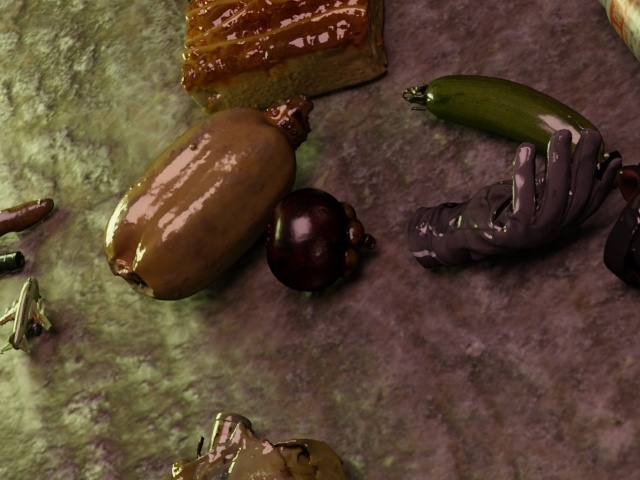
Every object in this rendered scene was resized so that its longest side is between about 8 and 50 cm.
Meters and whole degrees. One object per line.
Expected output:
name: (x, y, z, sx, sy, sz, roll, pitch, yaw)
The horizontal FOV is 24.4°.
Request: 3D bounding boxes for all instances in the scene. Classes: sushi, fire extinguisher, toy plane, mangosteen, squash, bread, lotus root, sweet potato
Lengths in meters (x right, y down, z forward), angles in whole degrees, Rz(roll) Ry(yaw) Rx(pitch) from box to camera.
sushi: (-0.109, 0.307, 1.699, 0.291, 0.131, 0.139, -25, 48, 9)
fire extinguisher: (-0.461, 0.036, 2.099, 0.083, 0.025, 0.038, -7, 81, 22)
toy plane: (-0.403, 0.104, 2.019, 0.102, 0.040, 0.111, 0, 60, 24)
mangosteen: (0.000, 0.000, 1.846, 0.140, 0.140, 0.140, -12, 56, 19)
squash: (0.244, -0.155, 1.849, 0.318, 0.071, 0.080, 26, 112, 32)
bread: (-0.050, -0.289, 2.047, 0.274, 0.114, 0.185, -11, 57, 18)
lotus root: (-0.135, -0.065, 1.929, 0.169, 0.151, 0.343, 40, 78, 22)
sweet potato: (-0.511, -0.015, 2.125, 0.269, 0.075, 0.075, -15, 55, 12)

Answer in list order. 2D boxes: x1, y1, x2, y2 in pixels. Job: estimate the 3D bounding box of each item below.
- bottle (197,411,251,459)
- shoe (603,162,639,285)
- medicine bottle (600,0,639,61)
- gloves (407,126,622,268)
bottle: (-0.115, 0.259, 1.780, 0.063, 0.047, 0.101, -3, 61, 35)
shoe: (0.383, 0.014, 1.646, 0.137, 0.114, 0.291, -7, 55, 16)
medicine bottle: (0.427, -0.283, 1.792, 0.144, 0.144, 0.252, -30, 54, 7)
gloves: (0.233, -0.043, 1.746, 0.285, 0.142, 0.119, -32, 91, 36)
